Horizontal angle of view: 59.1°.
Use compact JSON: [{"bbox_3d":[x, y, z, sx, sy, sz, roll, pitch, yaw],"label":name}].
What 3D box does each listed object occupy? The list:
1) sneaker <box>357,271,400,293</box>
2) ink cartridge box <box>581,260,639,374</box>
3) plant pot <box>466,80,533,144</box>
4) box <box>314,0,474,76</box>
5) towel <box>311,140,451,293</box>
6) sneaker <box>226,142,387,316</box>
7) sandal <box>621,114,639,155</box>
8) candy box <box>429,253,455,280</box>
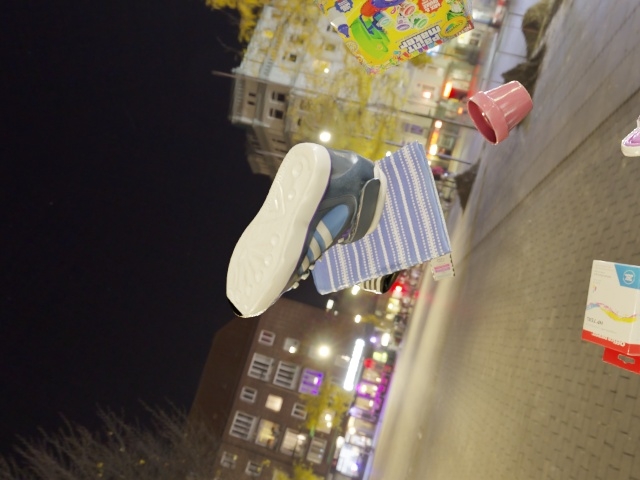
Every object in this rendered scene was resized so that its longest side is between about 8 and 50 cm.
[{"bbox_3d":[0.162,-0.027,1.837,0.169,0.257,0.448,-30,-59,-33],"label":"sneaker"},{"bbox_3d":[0.659,0.167,1.237,0.134,0.077,0.231,-166,83,-72],"label":"ink cartridge box"},{"bbox_3d":[0.673,-0.487,2.094,0.180,0.201,0.201,-33,-8,4],"label":"plant pot"},{"bbox_3d":[0.177,-0.599,1.353,0.279,0.289,0.177,41,-137,-41],"label":"box"},{"bbox_3d":[0.096,-0.040,1.199,0.040,0.335,0.244,6,-113,-52],"label":"towel"},{"bbox_3d":[0.000,-0.001,0.975,0.236,0.130,0.323,12,-70,-44],"label":"sneaker"},{"bbox_3d":[1.139,-0.418,1.888,0.416,0.169,0.102,-44,-61,-33],"label":"sandal"},{"bbox_3d":[0.364,0.013,1.772,0.196,0.070,0.165,56,-158,-60],"label":"candy box"}]
